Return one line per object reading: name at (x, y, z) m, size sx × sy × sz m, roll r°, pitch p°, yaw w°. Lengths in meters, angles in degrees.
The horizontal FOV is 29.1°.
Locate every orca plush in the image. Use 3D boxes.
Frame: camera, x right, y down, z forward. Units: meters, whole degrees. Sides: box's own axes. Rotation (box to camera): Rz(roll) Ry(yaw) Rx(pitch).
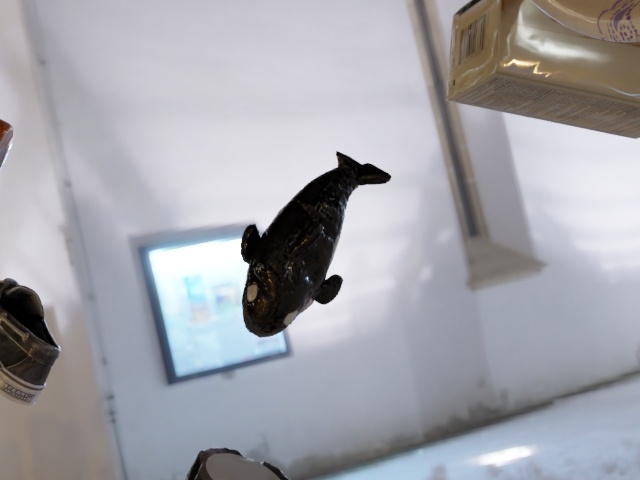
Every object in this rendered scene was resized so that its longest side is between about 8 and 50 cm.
orca plush at (0.000, 0.000, 1.620) m, size 0.287 × 0.151 × 0.102 m, roll -43°, pitch 7°, yaw -22°

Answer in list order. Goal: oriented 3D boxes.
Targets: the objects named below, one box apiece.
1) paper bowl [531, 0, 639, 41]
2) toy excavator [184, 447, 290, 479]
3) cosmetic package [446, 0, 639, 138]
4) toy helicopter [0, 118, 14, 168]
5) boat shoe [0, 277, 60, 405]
paper bowl at (0.225, -0.291, 0.839) m, size 0.148 × 0.284 × 0.284 m, roll -28°, pitch 2°, yaw -24°
toy excavator at (0.042, 0.412, 1.014) m, size 0.445 × 0.222 × 0.433 m, roll 23°, pitch 15°, yaw -5°
cosmetic package at (0.331, -0.232, 1.620) m, size 0.296 × 0.129 × 0.153 m, roll 10°, pitch -12°, yaw -19°
toy helicopter at (-0.484, -0.008, 1.432) m, size 0.140 × 0.355 × 0.235 m, roll 26°, pitch -11°, yaw -3°
boat shoe at (-0.415, 0.100, 1.637) m, size 0.108 × 0.102 × 0.301 m, roll 31°, pitch 7°, yaw -34°
